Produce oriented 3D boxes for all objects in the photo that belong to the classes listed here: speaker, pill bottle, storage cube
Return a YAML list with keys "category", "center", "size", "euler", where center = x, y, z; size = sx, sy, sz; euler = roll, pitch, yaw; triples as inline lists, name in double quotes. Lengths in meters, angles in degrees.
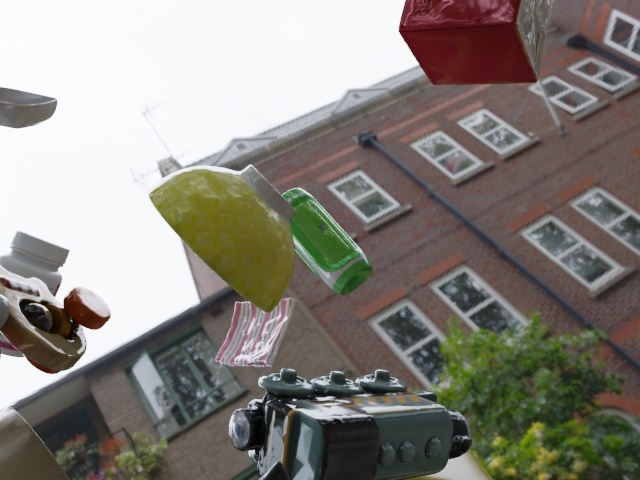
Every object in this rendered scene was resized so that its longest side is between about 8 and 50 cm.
- category: "speaker"
  center: [0.000, 0.000, 1.701]
  size: [0.131, 0.296, 0.131]
  euler: [-35, -22, -17]
- category: "pill bottle"
  center: [-0.735, 0.128, 1.598]
  size: [0.160, 0.160, 0.283]
  euler: [31, -102, -53]
- category: "storage cube"
  center: [0.268, -0.386, 1.098]
  size: [0.215, 0.193, 0.183]
  euler: [31, -111, -57]

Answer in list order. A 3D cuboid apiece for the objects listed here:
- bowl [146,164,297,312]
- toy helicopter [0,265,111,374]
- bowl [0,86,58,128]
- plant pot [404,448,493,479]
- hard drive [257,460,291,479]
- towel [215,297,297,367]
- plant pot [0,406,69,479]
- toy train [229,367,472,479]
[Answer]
- category: "bowl"
  center: [-0.133, -0.033, 1.103]
  size: [0.156, 0.289, 0.289]
  euler: [-44, -35, -1]
- category: "toy helicopter"
  center: [-0.527, 0.079, 1.049]
  size: [0.140, 0.355, 0.235]
  euler: [-46, 1, 6]
- category: "bowl"
  center: [-0.582, -0.247, 1.223]
  size: [0.142, 0.142, 0.053]
  euler: [-62, -17, -72]
- category: "plant pot"
  center: [0.176, 0.483, 1.206]
  size: [0.187, 0.212, 0.212]
  euler: [20, -83, -13]
- category: "hard drive"
  center: [-0.105, 0.302, 0.570]
  size: [0.172, 0.054, 0.254]
  euler: [-43, -10, -42]
- category: "towel"
  center: [-0.134, 0.187, 1.328]
  size: [0.029, 0.197, 0.144]
  euler: [34, -118, -32]
- category: "plant pot"
  center: [-0.572, 0.464, 1.077]
  size: [0.274, 0.256, 0.256]
  euler: [-35, -34, -35]
- category: "toy train"
  center: [0.049, 0.257, 0.872]
  size: [0.334, 0.190, 0.142]
  euler: [9, -89, -38]
